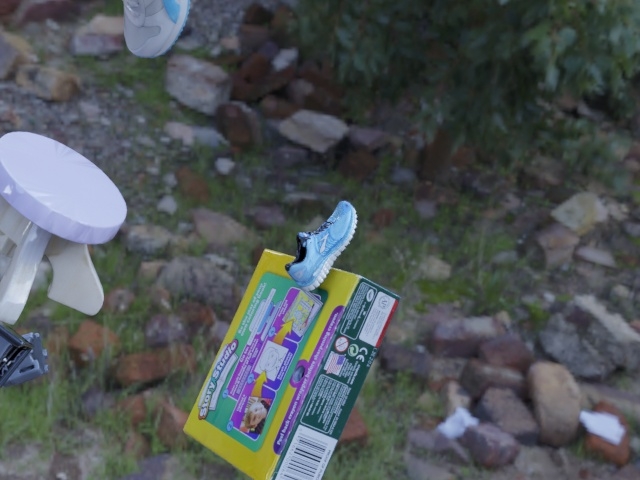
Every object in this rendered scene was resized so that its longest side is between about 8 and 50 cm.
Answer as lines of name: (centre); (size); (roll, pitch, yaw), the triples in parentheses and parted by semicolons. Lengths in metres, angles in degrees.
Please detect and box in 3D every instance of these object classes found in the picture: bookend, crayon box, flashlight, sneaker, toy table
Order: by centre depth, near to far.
sneaker: (-0.184, -0.287, 1.012); (0.092, 0.228, 0.087); (-17, 55, -33)
toy table: (-0.362, -0.017, 1.232); (0.252, 0.160, 0.274); (30, 13, -13)
bookend: (-0.521, 0.198, 1.489); (0.072, 0.157, 0.156); (38, 76, -3)
sneaker: (0.000, 0.000, 1.579); (0.073, 0.162, 0.063); (36, -14, -17)
crayon box: (-0.058, 0.215, 1.660); (0.106, 0.362, 0.313); (29, -8, -31)
flashlight: (-0.657, 0.251, 1.807); (0.304, 0.103, 0.103); (-22, 0, 2)
